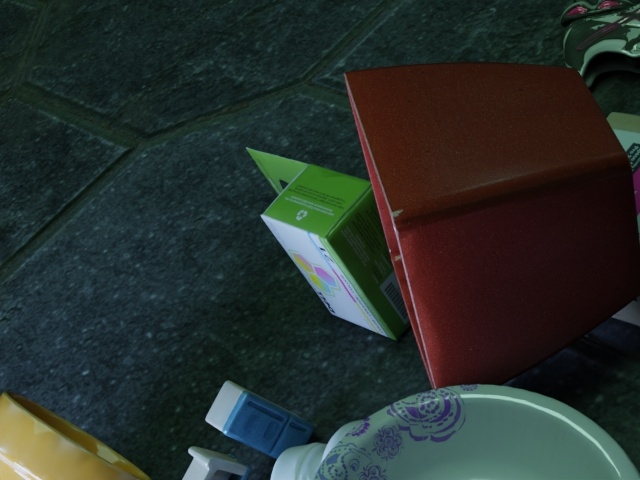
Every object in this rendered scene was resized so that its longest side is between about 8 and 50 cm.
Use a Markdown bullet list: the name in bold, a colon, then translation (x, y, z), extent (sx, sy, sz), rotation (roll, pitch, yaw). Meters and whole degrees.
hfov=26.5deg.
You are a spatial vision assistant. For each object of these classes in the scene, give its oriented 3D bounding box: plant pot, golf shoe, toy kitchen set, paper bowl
- **plant pot**: translation (0.184, -0.030, 1.380), extent (0.236, 0.267, 0.267), rotation (-15, 39, 1)
- **plant pot**: translation (-0.329, 0.306, 1.566), extent (0.205, 0.205, 0.188), rotation (23, 78, 49)
- **golf shoe**: translation (0.443, -0.274, 1.748), extent (0.273, 0.105, 0.120), rotation (-16, 55, 31)
- **toy kitchen set**: translation (-0.066, 0.289, 1.471), extent (0.166, 0.122, 0.207), rotation (24, 83, 49)
- **paper bowl**: translation (0.128, 0.269, 1.106), extent (0.284, 0.148, 0.284), rotation (-6, 48, 6)

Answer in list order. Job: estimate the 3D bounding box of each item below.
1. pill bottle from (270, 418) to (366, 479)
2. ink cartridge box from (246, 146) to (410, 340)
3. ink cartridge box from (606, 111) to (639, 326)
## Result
- **pill bottle**: translation (0.093, 0.247, 1.337), extent (0.272, 0.152, 0.152), rotation (-11, 41, 27)
- **ink cartridge box**: translation (0.000, 0.000, 1.665), extent (0.255, 0.188, 0.097), rotation (19, 61, 49)
- **ink cartridge box**: translation (0.353, -0.028, 1.518), extent (0.193, 0.088, 0.234), rotation (16, 57, 47)
